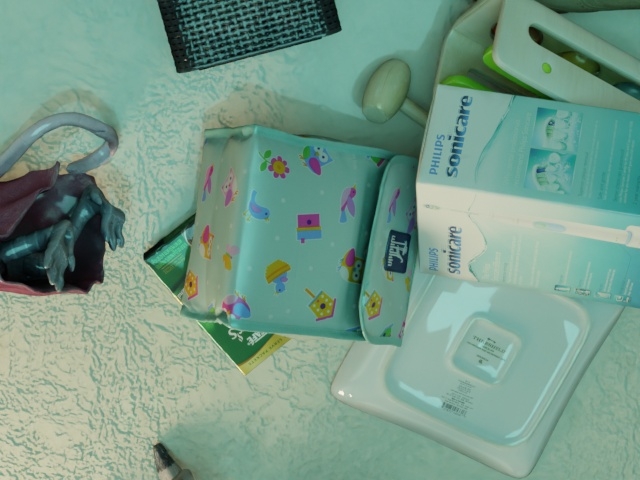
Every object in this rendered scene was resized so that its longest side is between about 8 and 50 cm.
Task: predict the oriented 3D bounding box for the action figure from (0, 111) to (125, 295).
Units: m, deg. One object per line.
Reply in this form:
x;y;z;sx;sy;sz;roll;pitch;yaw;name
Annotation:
-0.417;0.003;1.502;0.370;0.248;0.275;-7;71;21;action figure

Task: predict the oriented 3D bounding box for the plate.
0.192;0.125;1.663;0.277;0.045;0.278;25;101;-11;plate

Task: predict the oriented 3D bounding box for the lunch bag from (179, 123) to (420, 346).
0.000;0.000;1.538;0.262;0.160;0.223;10;87;-28;lunch bag

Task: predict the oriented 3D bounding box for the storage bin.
-0.077;-0.245;1.502;0.180;0.122;0.084;-14;105;-1;storage bin

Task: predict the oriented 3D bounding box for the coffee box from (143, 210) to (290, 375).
-0.102;0.053;1.618;0.113;0.040;0.184;-37;105;4;coffee box

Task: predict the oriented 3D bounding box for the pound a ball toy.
0.234;-0.163;1.554;0.319;0.208;0.135;25;61;-19;pound a ball toy

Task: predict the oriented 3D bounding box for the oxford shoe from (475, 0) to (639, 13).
0.319;-0.304;1.518;0.348;0.130;0.123;-4;105;-4;oxford shoe

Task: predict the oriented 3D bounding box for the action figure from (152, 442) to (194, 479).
-0.067;0.372;1.641;0.330;0.178;0.341;39;123;-18;action figure

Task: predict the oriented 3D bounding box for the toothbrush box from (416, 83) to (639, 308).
0.255;-0.039;1.489;0.296;0.216;0.126;8;65;10;toothbrush box
